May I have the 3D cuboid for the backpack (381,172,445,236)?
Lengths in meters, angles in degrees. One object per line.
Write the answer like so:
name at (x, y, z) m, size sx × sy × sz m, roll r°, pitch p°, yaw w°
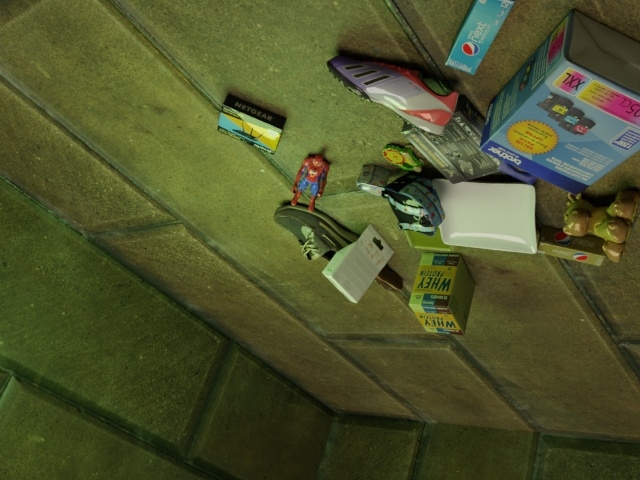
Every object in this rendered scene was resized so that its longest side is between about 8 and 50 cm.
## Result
backpack at (0.273, -0.095, 1.857) m, size 0.173 × 0.117 × 0.158 m, roll 26°, pitch 149°, yaw 58°

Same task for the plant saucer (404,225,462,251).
plant saucer at (0.339, -0.024, 2.098) m, size 0.188 × 0.045 × 0.188 m, roll 6°, pitch 149°, yaw 26°

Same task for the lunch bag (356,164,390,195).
lunch bag at (0.150, -0.174, 1.926) m, size 0.083 × 0.071 × 0.053 m, roll 18°, pitch 150°, yaw 6°

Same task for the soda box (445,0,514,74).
soda box at (0.322, -0.434, 1.354) m, size 0.067 × 0.071 × 0.210 m, roll 21°, pitch 152°, yaw -1°

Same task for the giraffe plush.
giraffe plush at (0.705, -0.054, 1.727) m, size 0.170 × 0.181 × 0.210 m, roll 17°, pitch -172°, yaw 28°

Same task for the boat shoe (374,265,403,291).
boat shoe at (0.213, 0.124, 2.412) m, size 0.073 × 0.073 × 0.207 m, roll -9°, pitch 141°, yaw 39°

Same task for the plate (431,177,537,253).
plate at (0.465, -0.078, 1.895) m, size 0.278 × 0.045 × 0.277 m, roll 6°, pitch 142°, yaw 24°

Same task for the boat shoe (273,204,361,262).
boat shoe at (0.000, 0.000, 2.267) m, size 0.355 × 0.130 × 0.132 m, roll 27°, pitch 151°, yaw -12°

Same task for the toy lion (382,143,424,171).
toy lion at (0.220, -0.225, 1.839) m, size 0.096 × 0.034 × 0.100 m, roll 1°, pitch 148°, yaw 44°

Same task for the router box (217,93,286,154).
router box at (-0.196, -0.326, 1.907) m, size 0.179 × 0.046 × 0.133 m, roll 22°, pitch 152°, yaw -4°

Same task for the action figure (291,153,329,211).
action figure at (-0.038, -0.150, 2.030) m, size 0.091 × 0.139 × 0.280 m, roll 19°, pitch 150°, yaw -2°

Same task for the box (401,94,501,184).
box at (0.345, -0.245, 1.692) m, size 0.231 × 0.056 × 0.183 m, roll 38°, pitch 148°, yaw -30°

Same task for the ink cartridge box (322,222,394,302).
ink cartridge box at (0.128, 0.072, 2.247) m, size 0.056 × 0.225 × 0.181 m, roll 22°, pitch 161°, yaw 46°

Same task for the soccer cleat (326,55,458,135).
soccer cleat at (0.167, -0.365, 1.571) m, size 0.318 × 0.108 × 0.116 m, roll 31°, pitch 113°, yaw 6°

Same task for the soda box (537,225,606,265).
soda box at (0.711, 0.015, 1.910) m, size 0.181 × 0.061 × 0.058 m, roll 13°, pitch 151°, yaw 13°

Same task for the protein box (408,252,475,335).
protein box at (0.408, 0.178, 2.244) m, size 0.136 × 0.201 × 0.200 m, roll 1°, pitch 147°, yaw 31°

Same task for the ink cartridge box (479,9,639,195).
ink cartridge box at (0.530, -0.261, 1.453) m, size 0.270 × 0.151 × 0.395 m, roll 23°, pitch 153°, yaw -7°
